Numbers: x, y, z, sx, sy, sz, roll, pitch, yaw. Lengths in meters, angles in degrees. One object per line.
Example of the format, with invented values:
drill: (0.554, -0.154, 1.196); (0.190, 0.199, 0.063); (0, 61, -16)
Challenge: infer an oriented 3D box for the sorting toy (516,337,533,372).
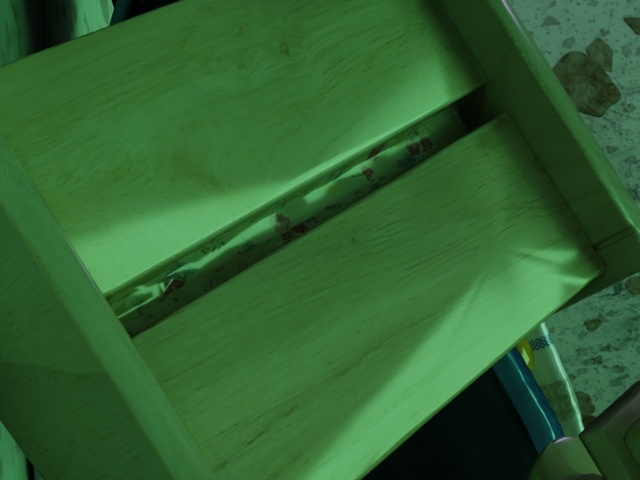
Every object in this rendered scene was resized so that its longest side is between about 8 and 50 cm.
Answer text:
sorting toy: (0.031, 0.167, 0.570); (0.127, 0.126, 0.365); (51, 34, -55)

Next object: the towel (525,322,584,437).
towel: (0.093, 0.073, 1.011); (0.209, 0.034, 0.285); (-20, -87, 56)

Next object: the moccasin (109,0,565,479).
moccasin: (-0.034, -0.030, 0.540); (0.342, 0.117, 0.138); (61, 7, 17)

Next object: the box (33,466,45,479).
box: (-0.070, 0.106, 0.550); (0.186, 0.038, 0.145); (14, 72, -88)

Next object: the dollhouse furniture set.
dollhouse furniture set: (-0.055, 0.060, 0.382); (0.303, 0.174, 0.355); (-30, 88, -47)
